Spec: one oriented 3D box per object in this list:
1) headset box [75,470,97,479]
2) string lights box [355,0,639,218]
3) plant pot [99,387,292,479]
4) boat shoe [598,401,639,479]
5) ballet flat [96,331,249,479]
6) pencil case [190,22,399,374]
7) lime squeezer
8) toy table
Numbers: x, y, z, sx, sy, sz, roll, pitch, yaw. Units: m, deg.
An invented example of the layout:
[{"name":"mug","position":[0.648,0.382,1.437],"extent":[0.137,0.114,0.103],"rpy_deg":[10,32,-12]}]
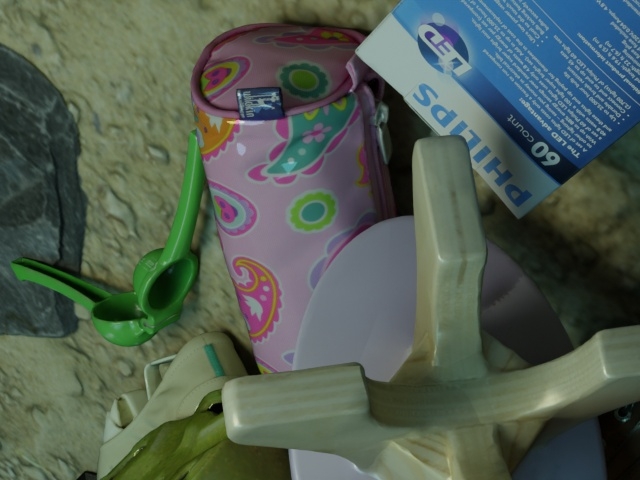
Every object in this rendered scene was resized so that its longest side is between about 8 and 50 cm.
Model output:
[{"name":"headset box","position":[-0.187,0.254,1.494],"extent":[0.062,0.032,0.083],"rpy_deg":[7,127,37]},{"name":"string lights box","position":[0.140,-0.131,0.824],"extent":[0.133,0.077,0.260],"rpy_deg":[46,142,-1]},{"name":"plant pot","position":[-0.039,0.251,1.148],"extent":[0.254,0.276,0.276],"rpy_deg":[49,142,-13]},{"name":"boat shoe","position":[0.176,0.137,1.013],"extent":[0.104,0.111,0.307],"rpy_deg":[50,128,12]},{"name":"ballet flat","position":[-0.126,0.142,1.316],"extent":[0.086,0.086,0.248],"rpy_deg":[45,140,-1]},{"name":"pencil case","position":[0.000,0.000,1.034],"extent":[0.124,0.124,0.284],"rpy_deg":[14,131,32]},{"name":"lime squeezer","position":[-0.135,0.017,1.234],"extent":[0.310,0.059,0.109],"rpy_deg":[-30,72,52]},{"name":"toy table","position":[0.076,0.094,0.866],"extent":[0.161,0.252,0.274],"rpy_deg":[99,152,-69]}]
